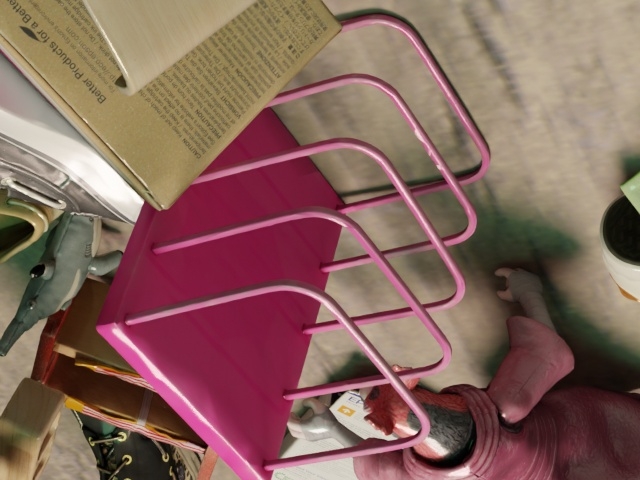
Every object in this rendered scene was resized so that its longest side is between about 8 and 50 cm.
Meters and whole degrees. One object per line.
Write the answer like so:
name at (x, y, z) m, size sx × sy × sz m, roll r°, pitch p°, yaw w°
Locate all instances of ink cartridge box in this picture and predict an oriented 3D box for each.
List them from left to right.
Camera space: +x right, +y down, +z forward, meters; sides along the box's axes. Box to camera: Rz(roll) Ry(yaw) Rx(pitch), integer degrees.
ink cartridge box at (-0.129, -0.172, 1.150) m, size 0.235 × 0.193 × 0.088 m, roll 49°, pitch 172°, yaw -32°
ink cartridge box at (0.082, 0.228, 1.670) m, size 0.223 × 0.045 × 0.224 m, roll 26°, pitch 140°, yaw -11°

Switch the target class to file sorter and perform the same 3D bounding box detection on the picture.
file sorter at (0.000, 0.000, 1.234) m, size 0.182 × 0.291 × 0.202 m, roll -14°, pitch 132°, yaw 31°

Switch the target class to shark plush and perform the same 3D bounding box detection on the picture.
shark plush at (-0.253, 0.030, 1.490) m, size 0.073 × 0.161 × 0.067 m, roll 40°, pitch 166°, yaw 17°

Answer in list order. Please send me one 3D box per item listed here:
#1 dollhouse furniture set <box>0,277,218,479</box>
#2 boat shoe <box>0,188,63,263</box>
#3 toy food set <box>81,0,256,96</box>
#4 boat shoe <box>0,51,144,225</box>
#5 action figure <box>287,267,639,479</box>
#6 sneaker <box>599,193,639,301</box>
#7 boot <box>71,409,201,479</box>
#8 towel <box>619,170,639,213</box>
dollhouse furniture set at (-0.205, 0.211, 1.508) m, size 0.201 × 0.374 × 0.152 m, roll 21°, pitch 137°, yaw -1°
boat shoe at (-0.335, -0.014, 1.512) m, size 0.104 × 0.089 × 0.285 m, roll 40°, pitch 137°, yaw -25°
toy food set at (-0.104, -0.267, 1.030) m, size 0.092 × 0.220 × 0.306 m, roll 38°, pitch 162°, yaw 47°
boat shoe at (-0.207, -0.072, 1.258) m, size 0.102 × 0.108 × 0.301 m, roll -22°, pitch 151°, yaw 28°
action figure at (0.150, 0.191, 1.395) m, size 0.248 × 0.276 × 0.370 m, roll -43°, pitch 146°, yaw 21°
sneaker at (0.368, 0.024, 1.280) m, size 0.290 × 0.106 × 0.123 m, roll 10°, pitch 156°, yaw 19°
boot at (-0.216, 0.252, 1.712) m, size 0.085 × 0.178 × 0.236 m, roll -7°, pitch 136°, yaw 29°
towel at (0.308, -0.014, 1.208) m, size 0.113 × 0.023 × 0.152 m, roll -40°, pitch 81°, yaw 16°
